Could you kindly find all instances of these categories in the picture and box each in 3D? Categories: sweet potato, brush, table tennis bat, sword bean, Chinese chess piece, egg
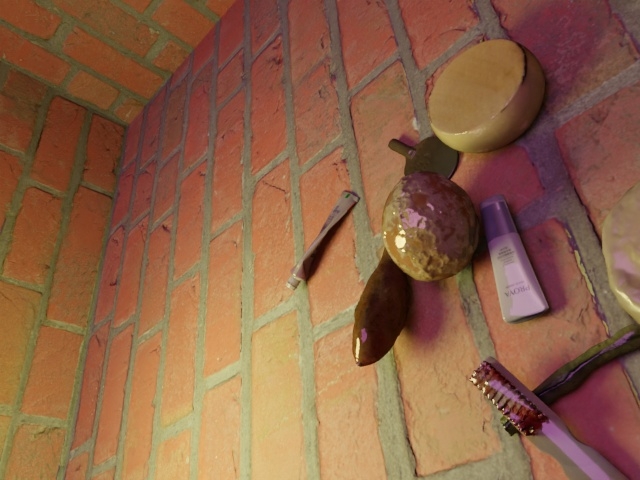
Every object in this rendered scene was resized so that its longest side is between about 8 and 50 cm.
[{"bbox_3d":[0.147,0.096,1.153,0.109,0.109,0.385,-13,48,46],"label":"sweet potato"},{"bbox_3d":[0.347,0.297,0.796,0.060,0.050,0.321,-54,49,10],"label":"brush"},{"bbox_3d":[0.239,-0.198,1.284,0.131,0.022,0.234,-57,40,10],"label":"table tennis bat"},{"bbox_3d":[0.389,0.218,0.841,0.269,0.038,0.043,-46,53,22],"label":"sword bean"},{"bbox_3d":[0.350,-0.305,1.148,0.251,0.097,0.250,-28,49,37],"label":"Chinese chess piece"},{"bbox_3d":[0.215,-0.031,1.067,0.195,0.195,0.233,-36,48,32],"label":"egg"}]

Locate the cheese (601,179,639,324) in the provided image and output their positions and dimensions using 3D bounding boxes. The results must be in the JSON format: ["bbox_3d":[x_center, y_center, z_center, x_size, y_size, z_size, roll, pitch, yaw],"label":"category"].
[{"bbox_3d":[0.547,0.013,0.714,0.318,0.115,0.326,-5,67,49],"label":"cheese"}]

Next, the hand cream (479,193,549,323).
[{"bbox_3d":[0.348,0.030,0.991,0.079,0.048,0.255,-30,49,34],"label":"hand cream"}]

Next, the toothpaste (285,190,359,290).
[{"bbox_3d":[0.000,0.000,1.426,0.300,0.048,0.075,-57,9,-2],"label":"toothpaste"}]
